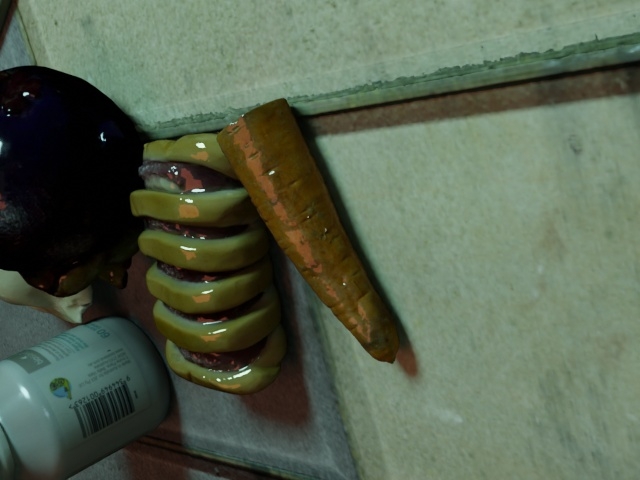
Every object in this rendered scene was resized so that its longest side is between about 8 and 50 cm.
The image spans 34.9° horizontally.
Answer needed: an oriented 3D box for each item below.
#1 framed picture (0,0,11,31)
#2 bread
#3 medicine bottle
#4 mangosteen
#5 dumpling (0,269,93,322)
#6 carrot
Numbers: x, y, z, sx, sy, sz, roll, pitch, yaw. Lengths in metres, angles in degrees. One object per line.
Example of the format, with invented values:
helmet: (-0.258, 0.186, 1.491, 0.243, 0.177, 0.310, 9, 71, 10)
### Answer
framed picture: (-0.408, -0.302, 1.077, 0.250, 0.016, 0.184, 56, 142, 11)
bread: (-0.100, 0.018, 0.846, 0.134, 0.081, 0.225, 11, 119, 47)
medicine bottle: (-0.271, 0.171, 1.018, 0.135, 0.215, 0.135, 26, 128, 39)
mangosteen: (-0.239, -0.042, 0.904, 0.194, 0.194, 0.230, 25, 148, 39)
dumpling: (-0.312, 0.016, 1.068, 0.181, 0.111, 0.155, -119, 28, -42)
carrot: (0.000, 0.000, 0.747, 0.061, 0.061, 0.209, -29, 90, 52)
